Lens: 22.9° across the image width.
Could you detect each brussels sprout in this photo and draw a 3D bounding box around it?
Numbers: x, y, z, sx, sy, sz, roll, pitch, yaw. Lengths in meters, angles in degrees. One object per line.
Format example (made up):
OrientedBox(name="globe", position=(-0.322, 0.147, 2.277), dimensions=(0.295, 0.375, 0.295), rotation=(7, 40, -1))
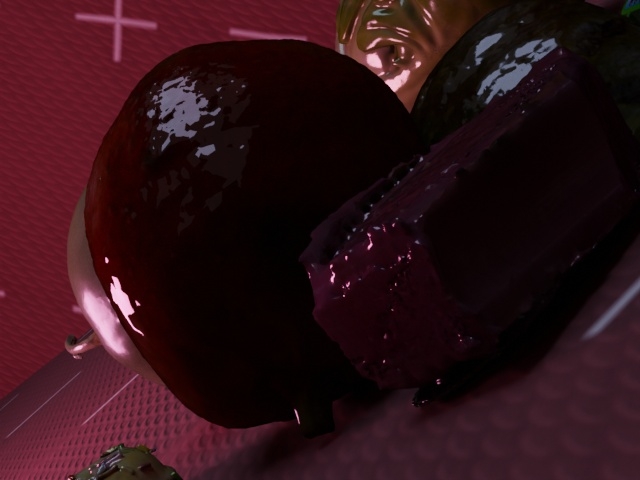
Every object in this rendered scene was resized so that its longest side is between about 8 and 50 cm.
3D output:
OrientedBox(name="brussels sprout", position=(0.163, -0.297, 1.919), dimensions=(0.355, 0.281, 0.289), rotation=(-54, 41, 14))

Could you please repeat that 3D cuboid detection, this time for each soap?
OrientedBox(name="soap", position=(0.113, -0.022, 1.014), dimensions=(0.289, 0.112, 0.182), rotation=(-40, 9, -38))

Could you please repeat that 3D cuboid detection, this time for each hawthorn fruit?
OrientedBox(name="hawthorn fruit", position=(-0.040, 0.009, 1.157), dimensions=(0.265, 0.265, 0.307), rotation=(-35, 51, 36))

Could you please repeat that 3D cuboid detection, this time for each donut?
OrientedBox(name="donut", position=(-0.190, 0.229, 1.266), dimensions=(0.174, 0.068, 0.174), rotation=(-39, 6, 5))

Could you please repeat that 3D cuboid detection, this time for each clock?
OrientedBox(name="clock", position=(0.089, 0.075, 0.973), dimensions=(0.083, 0.010, 0.074), rotation=(-40, 7, 2))

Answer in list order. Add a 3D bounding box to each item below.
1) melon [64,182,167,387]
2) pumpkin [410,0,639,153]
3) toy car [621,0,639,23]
OrientedBox(name="melon", position=(-0.089, -0.001, 1.427), dimensions=(0.308, 0.272, 0.272), rotation=(-56, 10, -13))
OrientedBox(name="pumpkin", position=(0.127, -0.080, 1.233), dimensions=(0.169, 0.148, 0.312), rotation=(-40, 1, -40))
OrientedBox(name="toy car", position=(0.317, -0.209, 1.355), dimensions=(0.062, 0.071, 0.165), rotation=(-56, 8, -6))
